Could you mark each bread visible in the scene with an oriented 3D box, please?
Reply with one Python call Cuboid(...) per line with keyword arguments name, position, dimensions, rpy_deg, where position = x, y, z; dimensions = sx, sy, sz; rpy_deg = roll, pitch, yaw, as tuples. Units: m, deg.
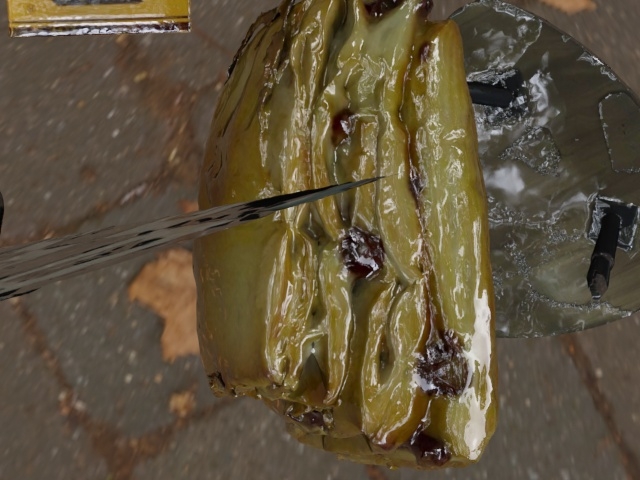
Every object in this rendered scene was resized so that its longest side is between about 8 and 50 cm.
Cuboid(name="bread", position=(0.000, 0.000, 1.240), dimensions=(0.167, 0.277, 0.324), rpy_deg=(-5, 85, -18))

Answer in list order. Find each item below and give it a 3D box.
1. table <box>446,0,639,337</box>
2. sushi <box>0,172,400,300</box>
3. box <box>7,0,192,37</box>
Cuboid(name="table", position=(0.124, -0.038, 1.536), dimensions=(0.317, 0.249, 0.317), rpy_deg=(7, 106, 25))
Cuboid(name="sushi", position=(-0.214, 0.016, 0.479), dimensions=(0.359, 0.343, 0.064), rpy_deg=(-17, 94, -23))
Cuboid(name="box", position=(-0.185, -0.289, 1.506), dimensions=(0.152, 0.070, 0.237), rpy_deg=(-2, 102, -7))
